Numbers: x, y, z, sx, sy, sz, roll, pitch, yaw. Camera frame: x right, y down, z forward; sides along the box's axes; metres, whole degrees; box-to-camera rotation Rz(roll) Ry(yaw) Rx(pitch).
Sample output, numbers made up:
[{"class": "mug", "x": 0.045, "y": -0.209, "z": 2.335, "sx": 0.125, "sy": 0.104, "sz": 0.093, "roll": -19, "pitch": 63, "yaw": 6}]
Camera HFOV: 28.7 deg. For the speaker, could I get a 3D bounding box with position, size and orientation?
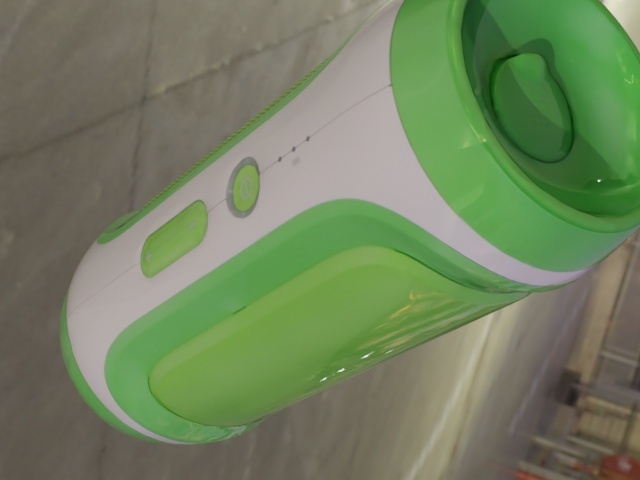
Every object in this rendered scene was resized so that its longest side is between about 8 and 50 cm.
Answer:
[{"class": "speaker", "x": 0.000, "y": 0.000, "z": 0.537, "sx": 0.296, "sy": 0.131, "sz": 0.131, "roll": -32, "pitch": -160, "yaw": 47}]
